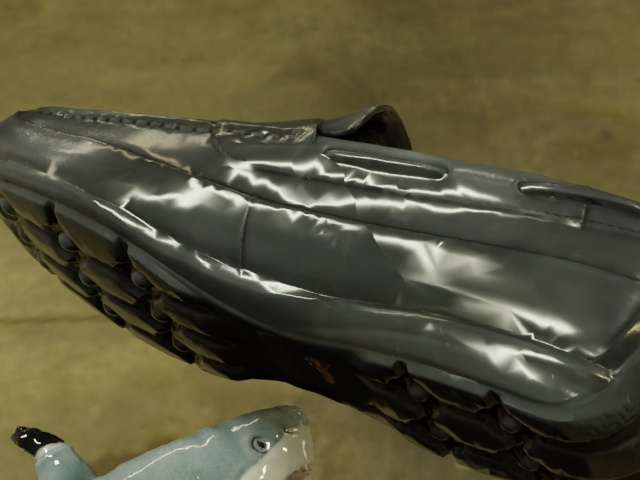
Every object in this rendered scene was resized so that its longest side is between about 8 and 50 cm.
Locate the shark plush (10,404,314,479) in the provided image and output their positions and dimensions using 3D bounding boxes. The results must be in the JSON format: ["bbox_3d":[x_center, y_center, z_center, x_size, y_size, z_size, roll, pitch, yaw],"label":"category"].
[{"bbox_3d":[-0.082,0.089,0.442,0.161,0.067,0.073,-4,-10,2],"label":"shark plush"}]

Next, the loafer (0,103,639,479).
[{"bbox_3d":[0.000,0.000,0.391,0.223,0.076,0.078,17,61,29],"label":"loafer"}]
